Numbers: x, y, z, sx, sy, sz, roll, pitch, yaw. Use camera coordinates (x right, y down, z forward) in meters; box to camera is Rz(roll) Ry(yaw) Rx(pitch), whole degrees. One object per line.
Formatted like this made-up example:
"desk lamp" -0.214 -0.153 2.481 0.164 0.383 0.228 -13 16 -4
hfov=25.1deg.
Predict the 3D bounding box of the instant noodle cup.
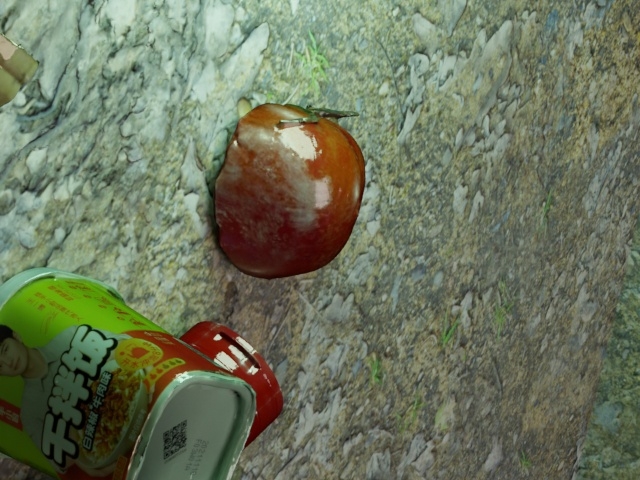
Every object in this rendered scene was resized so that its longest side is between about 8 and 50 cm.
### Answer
"instant noodle cup" -0.268 0.209 1.851 0.294 0.308 0.294 -29 129 -42

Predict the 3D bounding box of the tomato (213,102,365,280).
"tomato" -0.020 -0.060 2.158 0.309 0.170 0.309 -27 127 -43

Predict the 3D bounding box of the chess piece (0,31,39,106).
"chess piece" -0.448 -0.113 1.603 0.301 0.137 0.137 -59 145 -6

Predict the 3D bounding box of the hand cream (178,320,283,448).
"hand cream" -0.162 0.226 2.108 0.125 0.193 0.193 -43 139 -32
